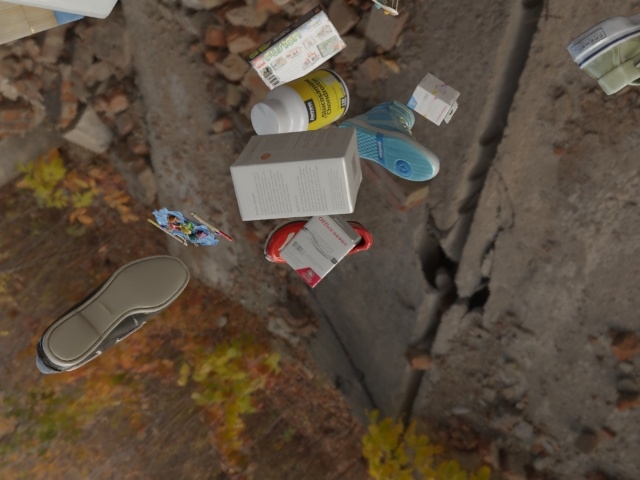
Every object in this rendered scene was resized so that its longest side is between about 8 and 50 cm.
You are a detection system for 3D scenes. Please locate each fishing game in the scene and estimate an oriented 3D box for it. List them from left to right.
[{"bbox_3d":[-0.357,-0.027,1.881,0.264,0.041,0.189,-1,148,49],"label":"fishing game"}]

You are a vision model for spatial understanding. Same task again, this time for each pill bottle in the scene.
[{"bbox_3d":[-0.039,-0.250,1.353,0.103,0.184,0.103,26,132,33],"label":"pill bottle"}]

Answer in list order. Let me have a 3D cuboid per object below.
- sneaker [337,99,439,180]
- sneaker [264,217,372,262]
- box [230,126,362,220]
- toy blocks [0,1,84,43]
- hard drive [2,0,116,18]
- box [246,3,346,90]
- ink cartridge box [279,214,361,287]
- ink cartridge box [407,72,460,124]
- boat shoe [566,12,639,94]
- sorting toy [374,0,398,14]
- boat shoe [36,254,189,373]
[{"bbox_3d":[0.225,-0.287,1.951,0.319,0.208,0.127,30,141,30],"label":"sneaker"},{"bbox_3d":[0.000,0.000,1.767,0.118,0.279,0.107,-149,51,-62],"label":"sneaker"},{"bbox_3d":[-0.032,-0.102,1.087,0.170,0.130,0.091,-3,118,13],"label":"box"},{"bbox_3d":[-0.510,-0.489,1.176,0.190,0.261,0.382,18,130,47],"label":"toy blocks"},{"bbox_3d":[-0.315,-0.334,0.738,0.203,0.307,0.040,-43,69,34],"label":"hard drive"},{"bbox_3d":[-0.055,-0.441,1.677,0.114,0.207,0.036,49,-167,-40],"label":"box"},{"bbox_3d":[0.001,0.010,1.580,0.109,0.063,0.150,46,115,3],"label":"ink cartridge box"},{"bbox_3d":[0.370,-0.449,2.309,0.143,0.090,0.092,34,141,4],"label":"ink cartridge box"},{"bbox_3d":[0.447,-0.268,1.039,0.109,0.302,0.094,-29,86,46],"label":"boat shoe"},{"bbox_3d":[0.110,-0.465,1.333,0.075,0.083,0.045,19,165,-33],"label":"sorting toy"},{"bbox_3d":[-0.388,0.131,1.339,0.112,0.335,0.095,53,135,-2],"label":"boat shoe"}]
